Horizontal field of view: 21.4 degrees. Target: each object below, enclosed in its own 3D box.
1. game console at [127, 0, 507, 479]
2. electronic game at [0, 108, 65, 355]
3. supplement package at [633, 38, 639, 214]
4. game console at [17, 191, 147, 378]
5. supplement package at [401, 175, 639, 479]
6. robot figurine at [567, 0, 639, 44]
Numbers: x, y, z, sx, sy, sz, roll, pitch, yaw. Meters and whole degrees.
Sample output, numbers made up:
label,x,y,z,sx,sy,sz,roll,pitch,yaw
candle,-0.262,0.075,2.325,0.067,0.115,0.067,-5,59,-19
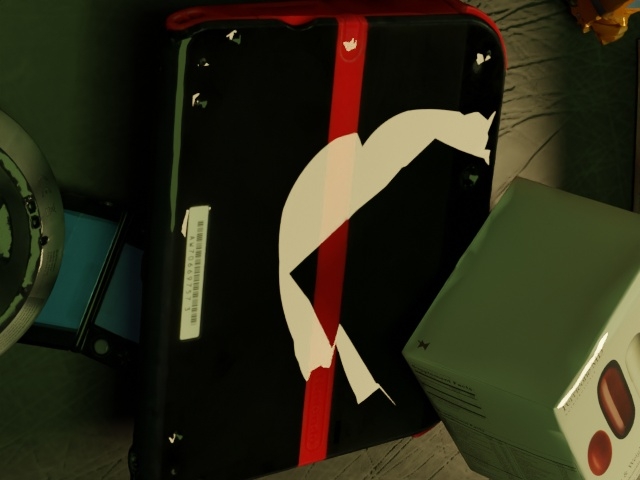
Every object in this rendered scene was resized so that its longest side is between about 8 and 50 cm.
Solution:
label,x,y,z,sx,sy,sz,roll,pitch,yaw
game console,0.000,0.000,1.344,0.342,0.060,0.386,-9,112,-37
electronic game,-0.295,-0.001,1.202,0.229,0.048,0.229,-6,108,-21
supplement package,0.407,-0.059,1.539,0.204,0.145,0.261,-13,115,-26
game console,-0.161,0.037,1.280,0.071,0.107,0.122,-13,125,-76
supplement package,0.204,0.094,1.422,0.194,0.149,0.203,-56,143,-20
robot figurine,0.316,-0.249,1.335,0.211,0.291,0.085,-28,90,-19
